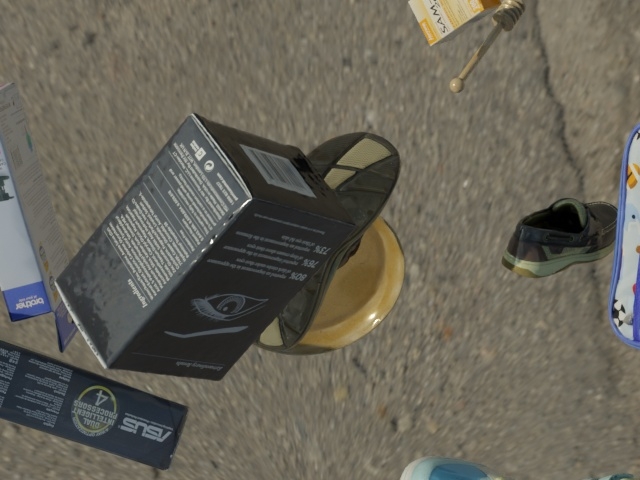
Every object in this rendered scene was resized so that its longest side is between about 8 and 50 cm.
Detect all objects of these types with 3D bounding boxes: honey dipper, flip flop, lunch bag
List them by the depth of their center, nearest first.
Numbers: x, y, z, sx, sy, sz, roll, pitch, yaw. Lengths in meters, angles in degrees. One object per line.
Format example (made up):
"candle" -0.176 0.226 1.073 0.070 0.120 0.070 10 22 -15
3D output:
"flip flop" 0.000 0.000 1.700 0.112 0.080 0.277 29 100 16
"lunch bag" 0.454 0.007 1.756 0.243 0.115 0.303 17 107 43
"honey dipper" 0.200 -0.234 1.798 0.030 0.030 0.160 32 63 6

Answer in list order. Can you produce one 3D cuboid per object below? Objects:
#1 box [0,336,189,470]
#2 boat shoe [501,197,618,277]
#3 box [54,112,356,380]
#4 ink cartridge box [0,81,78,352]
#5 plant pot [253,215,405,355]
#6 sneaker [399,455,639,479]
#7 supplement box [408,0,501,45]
"box" -0.404 0.162 1.813 0.395 0.318 0.097 25 77 -36
"boat shoe" 0.311 -0.016 1.845 0.080 0.073 0.223 34 36 32
"box" -0.099 0.012 1.276 0.207 0.153 0.108 -47 58 19
"ink cartridge box" -0.361 -0.026 1.782 0.065 0.186 0.311 -17 101 1
"plant pot" -0.014 0.038 1.821 0.236 0.032 0.236 -4 123 -7
"sneaker" 0.268 0.314 1.758 0.319 0.208 0.127 24 54 -19
"supplement box" 0.155 -0.275 1.720 0.036 0.098 0.062 -23 85 -40
